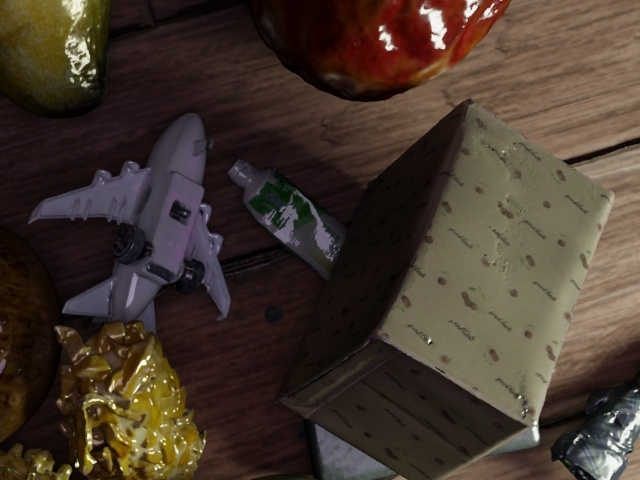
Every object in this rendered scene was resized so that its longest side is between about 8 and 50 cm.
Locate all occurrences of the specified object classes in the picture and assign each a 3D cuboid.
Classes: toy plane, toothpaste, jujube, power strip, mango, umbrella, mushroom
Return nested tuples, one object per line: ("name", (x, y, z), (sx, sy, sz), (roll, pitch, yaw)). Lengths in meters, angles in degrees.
("toy plane", (-0.165, -0.017, 1.805), (0.251, 0.101, 0.255), (31, 73, -34))
("toothpaste", (0.000, 0.000, 1.871), (0.248, 0.047, 0.078), (40, 73, -9))
("jujube", (0.091, -0.320, 1.768), (0.276, 0.276, 0.377), (30, 86, -8))
("power strip", (0.110, 0.189, 1.882), (0.257, 0.070, 0.105), (-10, 96, -6))
("mango", (-0.296, -0.287, 1.768), (0.177, 0.175, 0.329), (11, 113, 22))
("umbrella", (0.342, 0.174, 1.915), (0.080, 0.071, 0.224), (45, 76, 1))
("mushroom", (-0.376, 0.095, 1.757), (0.253, 0.153, 0.253), (-1, 75, 3))

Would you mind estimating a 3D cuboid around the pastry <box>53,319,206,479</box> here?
("pastry", (-0.199, 0.181, 1.762), (0.102, 0.250, 0.154), (28, 65, 32))

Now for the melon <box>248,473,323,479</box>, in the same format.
("melon", (-0.023, 0.381, 1.758), (0.269, 0.330, 0.268), (-9, 137, -8))

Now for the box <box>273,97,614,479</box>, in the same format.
("box", (0.125, 0.056, 1.745), (0.190, 0.225, 0.297), (31, 57, -12))

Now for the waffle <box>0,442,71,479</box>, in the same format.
("waffle", (-0.305, 0.280, 1.802), (0.191, 0.038, 0.191), (10, 126, 14))
